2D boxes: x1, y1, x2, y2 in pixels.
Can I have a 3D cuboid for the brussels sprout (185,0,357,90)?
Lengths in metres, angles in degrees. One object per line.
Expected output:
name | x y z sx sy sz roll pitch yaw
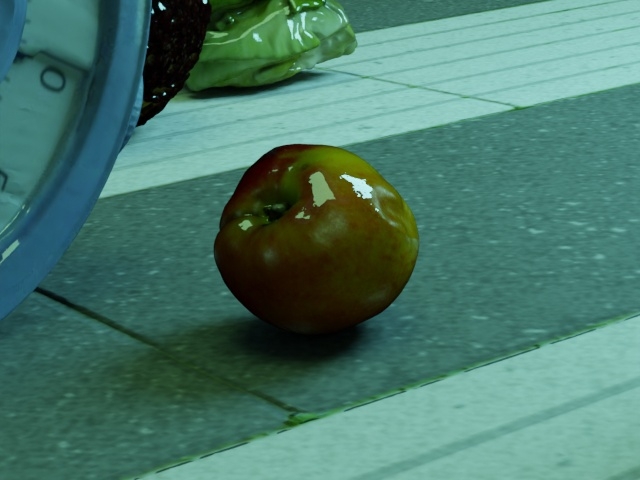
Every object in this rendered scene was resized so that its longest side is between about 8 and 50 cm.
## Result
brussels sprout | -0.062 -0.179 1.457 0.181 0.100 0.139 -19 0 -8

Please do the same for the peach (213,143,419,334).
peach | 0.000 0.002 0.820 0.101 0.100 0.100 -3 16 1

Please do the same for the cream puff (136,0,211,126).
cream puff | -0.196 -0.160 1.272 0.239 0.164 0.239 -4 20 1

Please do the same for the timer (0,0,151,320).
timer | -0.222 -0.115 0.789 0.173 0.394 0.395 9 20 37
